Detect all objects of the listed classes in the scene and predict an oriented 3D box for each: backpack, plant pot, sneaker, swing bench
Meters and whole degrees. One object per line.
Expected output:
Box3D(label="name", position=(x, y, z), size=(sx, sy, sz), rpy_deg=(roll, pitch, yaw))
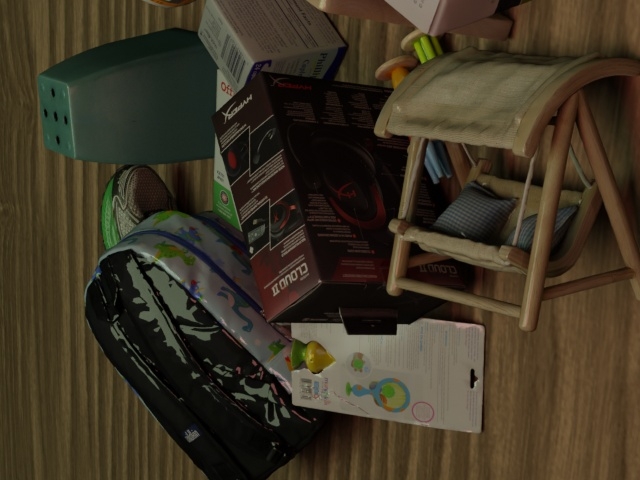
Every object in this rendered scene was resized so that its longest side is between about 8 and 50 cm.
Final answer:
Box3D(label="backpack", position=(-0.151, 0.130, 2.293), size=(0.355, 0.273, 0.290), rpy_deg=(36, 139, -4))
Box3D(label="plant pot", position=(-0.262, -0.191, 2.381), size=(0.166, 0.234, 0.165), rpy_deg=(21, 119, 55))
Box3D(label="sneaker", position=(-0.204, 0.039, 2.502), size=(0.146, 0.134, 0.343), rpy_deg=(-30, 85, 52))
Box3D(label="swing bench", position=(0.188, -0.063, 1.749), size=(0.253, 0.165, 0.254), rpy_deg=(12, 111, 58))

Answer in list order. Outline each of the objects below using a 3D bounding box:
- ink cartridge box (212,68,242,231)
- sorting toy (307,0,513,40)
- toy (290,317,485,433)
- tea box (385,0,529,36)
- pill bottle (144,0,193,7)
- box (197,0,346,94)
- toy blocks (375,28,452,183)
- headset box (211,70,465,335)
Box3D(label="ink cartridge box", position=(-0.066, -0.113, 2.229), size=(0.153, 0.087, 0.208), rpy_deg=(33, 128, 49))
Box3D(label="sorting toy", position=(0.047, -0.316, 1.815), size=(0.257, 0.255, 0.089), rpy_deg=(43, 120, 44))
Box3D(label="toy", position=(0.082, 0.143, 2.046), size=(0.237, 0.056, 0.137), rpy_deg=(5, 110, 16))
Box3D(label="tea box", position=(0.172, -0.397, 1.463), size=(0.220, 0.323, 0.329), rpy_deg=(43, 138, 25))
Box3D(label="pill bottle", position=(-0.142, -0.401, 2.164), size=(0.278, 0.162, 0.162), rpy_deg=(-14, 90, 57))
Box3D(label="box", position=(-0.061, -0.247, 2.118), size=(0.126, 0.137, 0.072), rpy_deg=(58, 146, 29))
Box3D(label="toy blocks", position=(0.126, -0.149, 1.927), size=(0.123, 0.054, 0.148), rpy_deg=(-45, 62, 56))
Box3D(label="headset box", position=(0.023, -0.030, 1.931), size=(0.110, 0.218, 0.293), rpy_deg=(-38, 61, 43))
